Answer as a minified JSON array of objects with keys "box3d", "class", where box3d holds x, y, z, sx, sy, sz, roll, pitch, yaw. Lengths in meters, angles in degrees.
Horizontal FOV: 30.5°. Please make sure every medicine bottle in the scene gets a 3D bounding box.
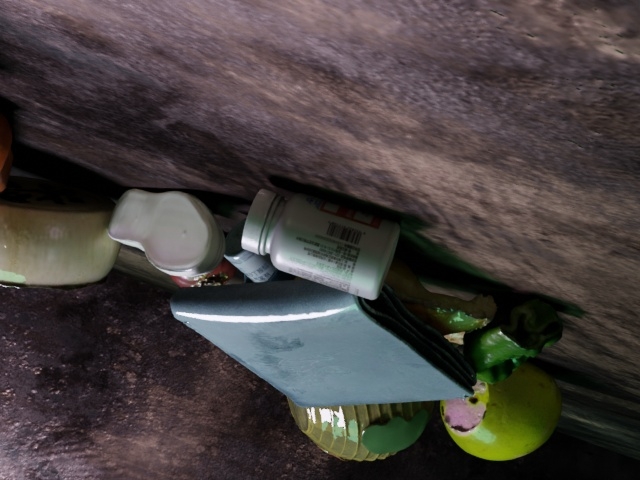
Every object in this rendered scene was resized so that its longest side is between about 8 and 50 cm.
[{"box3d":[0.000,0.000,1.125,0.140,0.079,0.079,18,171,7],"class":"medicine bottle"},{"box3d":[-0.005,0.053,1.436,0.258,0.124,0.079,39,159,-33],"class":"medicine bottle"}]

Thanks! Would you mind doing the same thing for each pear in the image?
[{"box3d":[0.303,0.271,1.908,0.220,0.187,0.187,15,176,-37],"class":"pear"}]

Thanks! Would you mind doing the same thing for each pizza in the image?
[{"box3d":[0.087,0.058,1.321,0.204,0.080,0.188,-12,147,37],"class":"pizza"}]

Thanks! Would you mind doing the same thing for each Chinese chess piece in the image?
[{"box3d":[-0.390,-0.015,1.542,0.257,0.104,0.257,10,-170,-2],"class":"Chinese chess piece"}]

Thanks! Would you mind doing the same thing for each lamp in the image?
[{"box3d":[0.085,0.205,1.812,0.284,0.250,0.250,-20,-177,-18],"class":"lamp"},{"box3d":[-0.163,0.029,1.631,0.101,0.090,0.101,-16,153,-8],"class":"lamp"}]

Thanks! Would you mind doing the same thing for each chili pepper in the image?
[{"box3d":[0.214,0.119,1.376,0.099,0.083,0.253,-24,171,-6],"class":"chili pepper"}]

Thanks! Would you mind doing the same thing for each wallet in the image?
[{"box3d":[0.007,0.118,1.319,0.251,0.054,0.290,-5,151,31],"class":"wallet"}]

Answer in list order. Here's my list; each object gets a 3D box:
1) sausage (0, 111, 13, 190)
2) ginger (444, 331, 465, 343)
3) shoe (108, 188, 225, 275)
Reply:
[{"box3d":[-0.398,-0.096,1.319,0.097,0.094,0.348,20,172,-12],"class":"sausage"},{"box3d":[0.092,0.098,1.613,0.288,0.075,0.089,6,170,41],"class":"ginger"},{"box3d":[-0.159,-0.004,1.416,0.110,0.095,0.265,25,178,-35],"class":"shoe"}]
